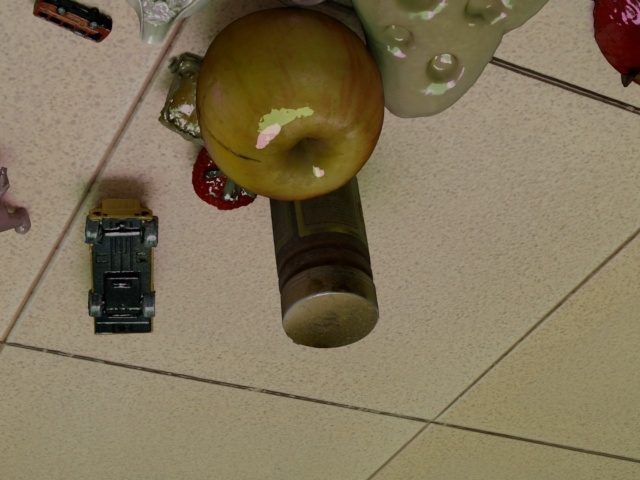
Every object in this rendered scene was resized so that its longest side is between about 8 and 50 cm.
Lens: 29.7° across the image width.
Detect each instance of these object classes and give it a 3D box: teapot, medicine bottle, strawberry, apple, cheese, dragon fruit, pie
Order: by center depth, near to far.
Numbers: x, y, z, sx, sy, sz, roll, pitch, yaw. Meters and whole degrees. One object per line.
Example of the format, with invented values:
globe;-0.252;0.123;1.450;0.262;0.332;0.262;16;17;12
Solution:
teapot;-0.202;-0.373;1.628;0.145;0.092;0.226;5;139;-20
cheese;0.118;-0.340;1.696;0.328;0.130;0.351;19;133;-31
apple;-0.047;-0.195;1.709;0.286;0.233;0.286;-12;144;-9
dragon fruit;0.540;-0.331;1.813;0.282;0.100;0.343;4;140;-8
pie;-0.118;-0.187;1.866;0.282;0.068;0.129;22;95;-22
medicine bottle;0.000;0.000;1.946;0.151;0.322;0.151;-5;142;-4
strawberry;-0.147;-0.111;1.964;0.131;0.148;0.131;-2;104;-9

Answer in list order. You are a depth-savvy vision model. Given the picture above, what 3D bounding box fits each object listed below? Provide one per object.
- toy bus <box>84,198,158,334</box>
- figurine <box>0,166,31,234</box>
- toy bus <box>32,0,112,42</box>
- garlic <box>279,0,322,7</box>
toy bus;-0.344;0.040;2.098;0.121;0.123;0.335;0;141;-8
figurine;-0.583;-0.042;1.924;0.176;0.186;0.287;15;161;11
toy bus;-0.353;-0.318;1.720;0.110;0.031;0.043;22;136;-30
garlic;-0.047;-0.379;1.608;0.147;0.102;0.159;17;141;43
